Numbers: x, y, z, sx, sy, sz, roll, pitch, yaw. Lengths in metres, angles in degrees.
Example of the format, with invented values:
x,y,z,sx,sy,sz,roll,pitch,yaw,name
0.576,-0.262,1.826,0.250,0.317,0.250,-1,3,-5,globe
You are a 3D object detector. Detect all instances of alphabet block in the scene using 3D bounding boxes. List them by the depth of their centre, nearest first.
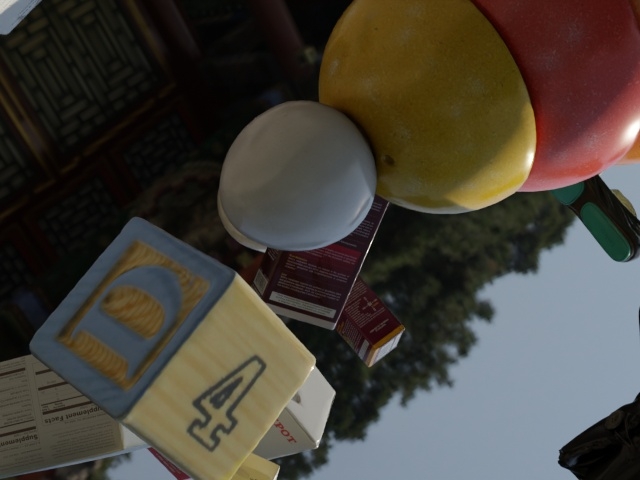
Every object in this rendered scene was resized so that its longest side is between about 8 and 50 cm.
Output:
x,y,z,sx,sy,sz,roll,pitch,yaw,name
-0.159,0.125,1.218,0.192,0.197,0.193,28,-106,41,alphabet block

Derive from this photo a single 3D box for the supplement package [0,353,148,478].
x,y,z,sx,sy,sz,roll,pitch,yaw,name
-0.316,0.222,1.485,0.204,0.145,0.262,-14,172,11,supplement package

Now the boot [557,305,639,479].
x,y,z,sx,sy,sz,roll,pitch,yaw,name
0.347,0.178,1.230,0.207,0.094,0.246,-42,-160,17,boot

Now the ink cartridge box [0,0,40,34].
x,y,z,sx,sy,sz,roll,pitch,yaw,name
-0.443,-0.350,1.192,0.129,0.223,0.307,-42,176,14,ink cartridge box

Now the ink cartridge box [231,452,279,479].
x,y,z,sx,sy,sz,roll,pitch,yaw,name
-0.117,0.339,1.481,0.092,0.143,0.090,22,-122,6,ink cartridge box

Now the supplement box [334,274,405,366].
x,y,z,sx,sy,sz,roll,pitch,yaw,name
0.073,0.148,2.233,0.081,0.188,0.104,-34,162,-22,supplement box

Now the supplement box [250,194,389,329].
x,y,z,sx,sy,sz,roll,pitch,yaw,name
0.000,0.000,1.650,0.239,0.130,0.073,-66,-158,12,supplement box

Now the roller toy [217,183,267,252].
x,y,z,sx,sy,sz,roll,pitch,yaw,name
-0.078,-0.072,2.019,0.191,0.209,0.146,1,172,18,roller toy

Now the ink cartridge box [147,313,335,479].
x,y,z,sx,sy,sz,roll,pitch,yaw,name
-0.165,0.252,1.802,0.306,0.226,0.131,-20,-150,30,ink cartridge box

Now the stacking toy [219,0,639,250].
x,y,z,sx,sy,sz,roll,pitch,yaw,name
0.114,-0.140,0.940,0.480,0.350,0.351,-30,-156,-21,stacking toy

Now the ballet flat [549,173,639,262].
x,y,z,sx,sy,sz,roll,pitch,yaw,name
0.482,-0.083,1.979,0.096,0.280,0.095,-29,168,-34,ballet flat
